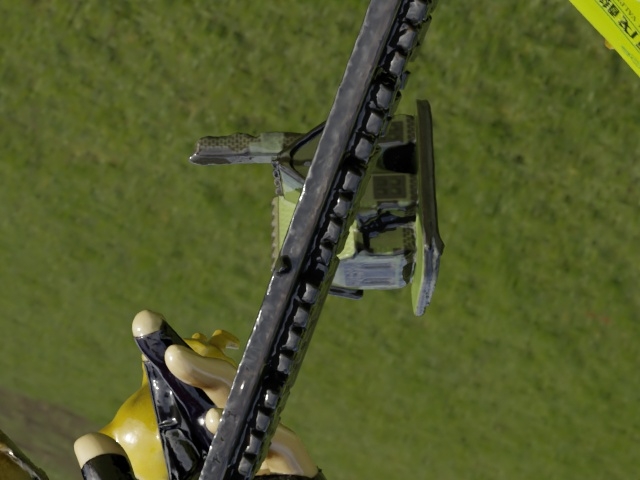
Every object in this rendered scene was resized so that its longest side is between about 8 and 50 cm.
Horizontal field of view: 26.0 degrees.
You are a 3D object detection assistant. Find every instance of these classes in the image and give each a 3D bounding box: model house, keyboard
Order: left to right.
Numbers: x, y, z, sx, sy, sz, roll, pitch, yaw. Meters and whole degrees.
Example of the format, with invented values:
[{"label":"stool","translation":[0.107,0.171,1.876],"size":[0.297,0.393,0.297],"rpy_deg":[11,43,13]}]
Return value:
[{"label":"model house","translation":[-0.010,-0.030,1.582],"size":[0.278,0.218,0.205],"rpy_deg":[-2,158,-1]},{"label":"keyboard","translation":[0.000,0.000,0.732],"size":[0.027,0.317,0.106],"rpy_deg":[23,-163,7]}]

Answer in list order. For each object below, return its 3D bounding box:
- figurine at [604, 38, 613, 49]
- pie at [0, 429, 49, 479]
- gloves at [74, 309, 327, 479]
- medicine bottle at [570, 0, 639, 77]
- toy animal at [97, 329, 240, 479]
[{"label":"figurine","translation":[0.334,-0.210,1.289],"size":[0.127,0.185,0.234],"rpy_deg":[27,150,-23]},{"label":"pie","translation":[-0.280,0.268,1.235],"size":[0.282,0.128,0.068],"rpy_deg":[46,159,20]},{"label":"gloves","translation":[-0.098,0.198,1.122],"size":[0.197,0.301,0.152],"rpy_deg":[-21,170,10]},{"label":"medicine bottle","translation":[0.236,-0.196,0.854],"size":[0.137,0.141,0.250],"rpy_deg":[47,179,4]},{"label":"toy animal","translation":[-0.181,0.202,1.769],"size":[0.156,0.230,0.156],"rpy_deg":[12,130,14]}]
